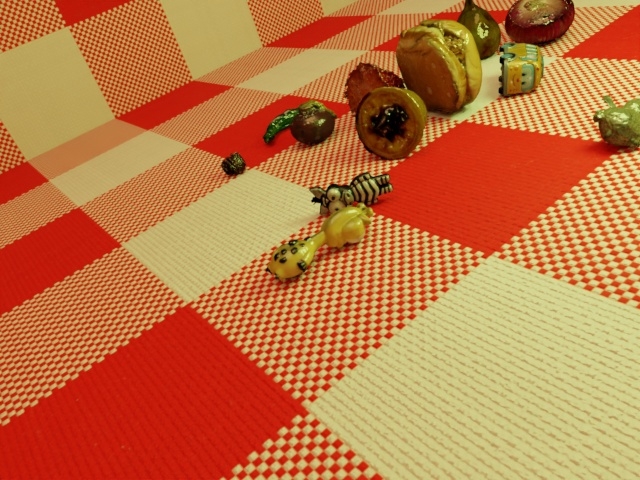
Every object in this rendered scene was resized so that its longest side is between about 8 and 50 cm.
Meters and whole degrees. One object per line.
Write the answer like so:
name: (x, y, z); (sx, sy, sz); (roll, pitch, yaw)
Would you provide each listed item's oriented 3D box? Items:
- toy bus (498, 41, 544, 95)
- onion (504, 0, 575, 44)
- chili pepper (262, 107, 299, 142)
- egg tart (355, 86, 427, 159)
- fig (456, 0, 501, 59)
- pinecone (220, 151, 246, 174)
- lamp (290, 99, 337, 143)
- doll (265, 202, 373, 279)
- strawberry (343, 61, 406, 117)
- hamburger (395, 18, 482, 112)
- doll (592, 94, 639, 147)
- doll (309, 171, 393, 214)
toy bus: (0.639, -0.549, 1.814); (0.136, 0.126, 0.209); (2, 36, 17)
onion: (0.806, -0.810, 2.092); (0.248, 0.161, 0.248); (-23, 33, 15)
chili pepper: (-0.126, -0.446, 2.136); (0.279, 0.065, 0.122); (-38, 44, -25)
egg tart: (0.223, -0.355, 1.686); (0.215, 0.215, 0.171); (1, 22, 30)
fig: (0.600, -0.831, 2.145); (0.191, 0.290, 0.190); (5, 20, -2)
pinecone: (-0.296, -0.259, 1.931); (0.083, 0.077, 0.077); (-13, 30, 29)
lamp: (-0.031, -0.406, 1.948); (0.157, 0.134, 0.157); (-6, 36, 22)
doll: (0.000, 0.001, 1.343); (0.291, 0.086, 0.117); (-33, 38, -17)
strawberry: (0.211, -0.484, 1.886); (0.178, 0.233, 0.234); (-21, 28, -29)
hamburger: (0.374, -0.553, 1.809); (0.174, 0.284, 0.304); (-26, 28, -8)
doll: (0.788, -0.322, 1.409); (0.203, 0.091, 0.285); (26, 57, 7)
doll: (0.079, -0.122, 1.485); (0.220, 0.091, 0.067); (-14, 32, 12)
